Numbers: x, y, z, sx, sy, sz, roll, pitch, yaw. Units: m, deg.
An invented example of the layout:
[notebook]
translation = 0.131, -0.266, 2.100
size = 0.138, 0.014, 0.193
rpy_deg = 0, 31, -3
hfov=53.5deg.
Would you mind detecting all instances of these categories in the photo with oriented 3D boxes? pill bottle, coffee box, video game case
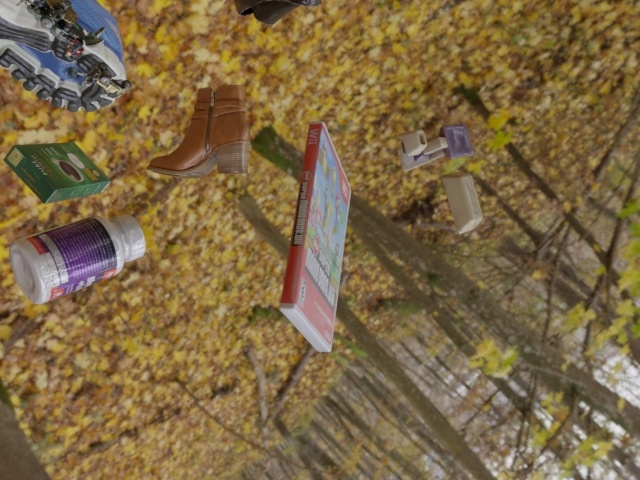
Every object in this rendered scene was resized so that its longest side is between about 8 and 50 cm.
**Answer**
[pill bottle]
translation = -0.392, 0.022, 1.044
size = 0.193, 0.108, 0.108
rpy_deg = -25, 151, -42
[coffee box]
translation = -0.482, -0.129, 1.177
size = 0.040, 0.113, 0.184
rpy_deg = -43, -179, 16
[video game case]
translation = 0.000, 0.000, 0.938
size = 0.204, 0.025, 0.285
rpy_deg = 60, 34, -61

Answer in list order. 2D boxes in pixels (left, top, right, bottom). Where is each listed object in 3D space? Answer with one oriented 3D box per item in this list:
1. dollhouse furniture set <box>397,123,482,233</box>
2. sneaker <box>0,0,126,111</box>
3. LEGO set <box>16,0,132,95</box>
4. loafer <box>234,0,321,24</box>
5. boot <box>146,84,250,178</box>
[dollhouse furniture set]
translation = 0.113, -0.056, 0.684
size = 0.091, 0.114, 0.081
rpy_deg = -14, 178, -41
[sneaker]
translation = -0.356, -0.272, 0.670
size = 0.129, 0.147, 0.330
rpy_deg = -29, 140, 29
[LEGO set]
translation = -0.129, -0.104, 0.319
size = 0.023, 0.083, 0.054
rpy_deg = -35, 153, 16
[loafer]
translation = -0.067, -0.386, 1.019
size = 0.080, 0.220, 0.078
rpy_deg = -15, 117, -33
[boot]
translation = -0.211, -0.187, 1.100
size = 0.197, 0.152, 0.073
rpy_deg = -2, 180, 14
